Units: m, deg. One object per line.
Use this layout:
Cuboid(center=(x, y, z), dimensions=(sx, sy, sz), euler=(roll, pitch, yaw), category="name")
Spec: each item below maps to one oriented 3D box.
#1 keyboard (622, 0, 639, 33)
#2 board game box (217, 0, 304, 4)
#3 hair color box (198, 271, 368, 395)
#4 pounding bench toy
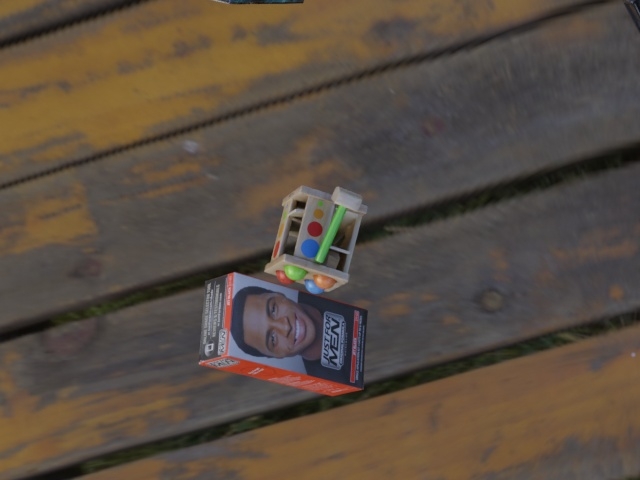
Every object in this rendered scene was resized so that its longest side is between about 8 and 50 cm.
Cuboid(center=(0.306, -0.222, 1.322), dimensions=(0.180, 0.108, 0.023), euler=(-39, 42, -2), category="keyboard")
Cuboid(center=(-0.030, -0.260, 1.236), dimensions=(0.026, 0.126, 0.186), euler=(16, 103, 22), category="board game box")
Cuboid(center=(-0.029, 0.078, 1.431), dimensions=(0.043, 0.141, 0.072), euler=(-18, 63, 49), category="hair color box")
Cuboid(center=(0.000, 0.000, 1.259), dimensions=(0.052, 0.083, 0.065), euler=(18, 75, -13), category="pounding bench toy")
